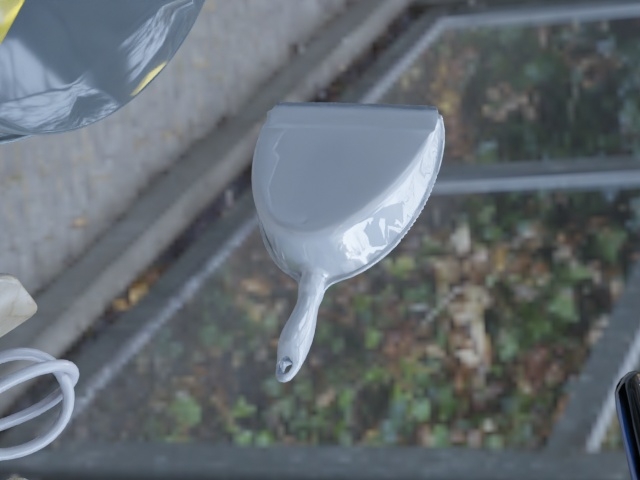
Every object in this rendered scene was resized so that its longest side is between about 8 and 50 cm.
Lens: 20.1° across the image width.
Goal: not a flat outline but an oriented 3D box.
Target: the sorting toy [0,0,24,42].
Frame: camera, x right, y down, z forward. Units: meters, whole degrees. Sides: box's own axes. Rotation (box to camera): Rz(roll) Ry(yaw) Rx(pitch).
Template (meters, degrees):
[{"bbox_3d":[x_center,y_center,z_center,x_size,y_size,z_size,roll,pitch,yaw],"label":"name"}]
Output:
[{"bbox_3d":[-0.170,-0.182,0.552,0.229,0.041,0.307,-23,84,-44],"label":"sorting toy"}]

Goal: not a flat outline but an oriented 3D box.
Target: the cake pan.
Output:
[{"bbox_3d":[-0.152,-0.187,1.027,0.293,0.054,0.293,-32,132,-42],"label":"cake pan"}]

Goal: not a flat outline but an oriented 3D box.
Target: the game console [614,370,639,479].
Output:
[{"bbox_3d":[0.209,0.141,0.382,0.293,0.250,0.173,-83,162,-67],"label":"game console"}]

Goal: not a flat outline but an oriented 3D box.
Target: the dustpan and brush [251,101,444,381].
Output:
[{"bbox_3d":[0.000,0.000,1.287,0.211,0.147,0.060,-67,147,-32],"label":"dustpan and brush"}]

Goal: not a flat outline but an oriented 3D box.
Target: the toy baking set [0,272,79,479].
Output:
[{"bbox_3d":[-0.209,0.123,0.846,0.030,0.197,0.256,52,-36,46],"label":"toy baking set"}]
